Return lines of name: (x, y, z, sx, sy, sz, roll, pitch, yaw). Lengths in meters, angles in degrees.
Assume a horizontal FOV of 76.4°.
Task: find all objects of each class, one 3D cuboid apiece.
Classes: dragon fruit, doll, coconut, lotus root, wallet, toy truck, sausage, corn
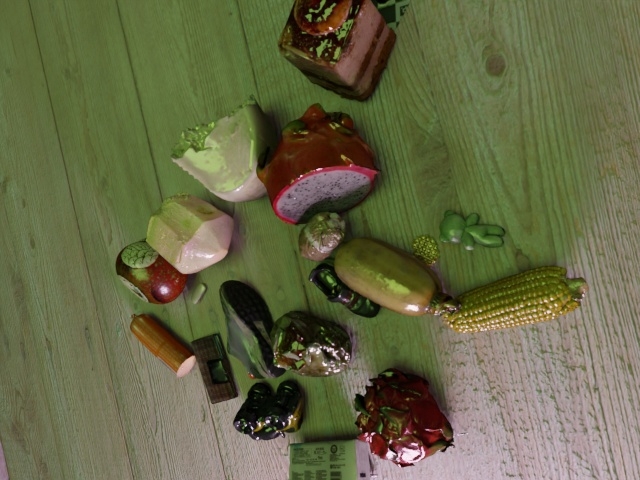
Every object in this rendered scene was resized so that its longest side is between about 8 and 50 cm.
dragon fruit: (-0.013, -0.202, 1.048, 0.305, 0.305, 0.225, -28, 69, 26)
doll: (-0.006, -0.002, 1.102, 0.105, 0.115, 0.221, 44, 156, -2)
coconut: (-0.394, -0.019, 1.272, 0.245, 0.233, 0.233, 29, 107, 21)
lotus root: (0.184, 0.101, 1.021, 0.343, 0.169, 0.151, 30, 107, 27)
wallet: (-0.367, 0.443, 1.404, 0.124, 0.042, 0.230, -23, 82, 29)
toy truck: (-0.146, 0.546, 1.261, 0.224, 0.147, 0.165, -17, 111, 24)
sausage: (-0.589, 0.365, 1.479, 0.312, 0.093, 0.093, 32, 108, 21)
dragon fruit: (0.231, 0.454, 1.038, 0.293, 0.234, 0.233, 10, 100, -6)
doll: (0.363, -0.014, 0.982, 0.150, 0.077, 0.115, 13, 56, 20)
corn: (0.435, 0.145, 0.938, 0.322, 0.119, 0.119, -27, 82, 30)

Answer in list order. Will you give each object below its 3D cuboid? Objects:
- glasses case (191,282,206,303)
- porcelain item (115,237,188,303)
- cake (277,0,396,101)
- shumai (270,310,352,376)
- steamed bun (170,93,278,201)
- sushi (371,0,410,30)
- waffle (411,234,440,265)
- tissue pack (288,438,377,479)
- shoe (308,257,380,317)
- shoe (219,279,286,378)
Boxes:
glasses case: (-0.426, 0.186, 1.419, 0.032, 0.021, 0.083, 41, 111, 18)
porcelain item: (-0.553, 0.089, 1.395, 0.253, 0.253, 0.253, 3, 96, 26)
cake: (0.034, -0.484, 0.982, 0.196, 0.293, 0.198, 32, 104, 21)
shumai: (-0.052, 0.307, 1.144, 0.256, 0.218, 0.189, 9, 90, 25)
steamed bun: (-0.227, -0.262, 1.143, 0.273, 0.290, 0.272, 42, 106, -2)
sushi: (0.144, -0.692, 1.043, 0.231, 0.047, 0.219, 35, 109, 20)
waffle: (0.270, 0.027, 1.063, 0.078, 0.016, 0.085, -10, 91, 23)
tissue pack: (0.037, 0.677, 1.186, 0.229, 0.145, 0.159, -19, 54, 26)
shoe: (0.058, 0.139, 1.126, 0.227, 0.112, 0.099, 38, 109, 20)
shoe: (-0.244, 0.294, 1.293, 0.171, 0.132, 0.336, -33, 83, 34)
